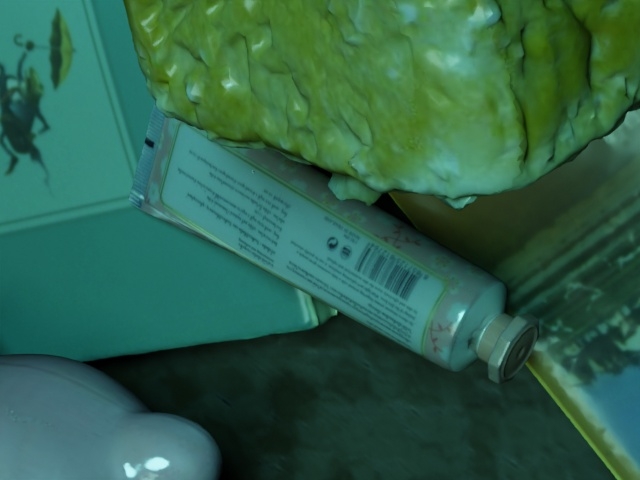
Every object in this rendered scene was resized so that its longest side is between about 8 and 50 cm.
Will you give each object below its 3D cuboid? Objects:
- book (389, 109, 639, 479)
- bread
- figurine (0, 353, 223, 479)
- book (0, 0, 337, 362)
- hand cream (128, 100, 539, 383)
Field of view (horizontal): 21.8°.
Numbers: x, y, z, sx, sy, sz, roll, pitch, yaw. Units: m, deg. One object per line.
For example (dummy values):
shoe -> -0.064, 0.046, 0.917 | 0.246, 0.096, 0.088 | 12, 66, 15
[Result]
book -> 0.110, -0.107, 0.665 | 0.262, 0.028, 0.374 | -39, 89, 27
bread -> 0.031, -0.139, 0.576 | 0.195, 0.176, 0.246 | 20, 129, 42
figurine -> -0.136, 0.138, 0.797 | 0.173, 0.173, 0.173 | 8, 108, 25
book -> -0.189, -0.056, 0.843 | 0.379, 0.031, 0.264 | -9, 101, 28
hand cream -> 0.000, 0.000, 0.726 | 0.209, 0.043, 0.067 | 31, 118, 26
